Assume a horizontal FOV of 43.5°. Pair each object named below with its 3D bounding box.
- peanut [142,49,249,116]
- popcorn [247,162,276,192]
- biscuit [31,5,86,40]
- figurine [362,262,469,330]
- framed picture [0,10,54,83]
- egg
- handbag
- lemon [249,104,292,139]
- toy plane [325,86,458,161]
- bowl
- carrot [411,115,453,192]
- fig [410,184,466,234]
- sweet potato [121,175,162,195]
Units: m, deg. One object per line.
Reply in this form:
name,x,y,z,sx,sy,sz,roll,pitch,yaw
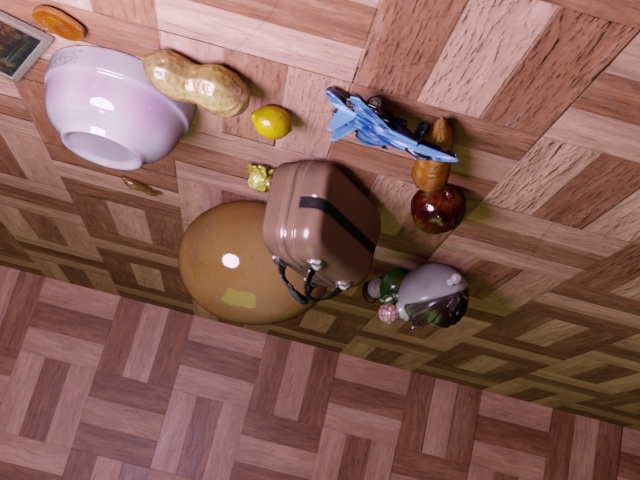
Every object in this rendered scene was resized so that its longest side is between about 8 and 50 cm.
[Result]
peanut,-0.213,-0.272,1.377,0.192,0.089,0.089,16,162,-7
popcorn,-0.132,-0.141,1.745,0.083,0.068,0.060,46,147,25
biscuit,-0.446,-0.369,1.364,0.078,0.015,0.091,-2,156,44
figurine,0.256,0.141,2.141,0.281,0.167,0.370,-15,-172,-30
framed picture,-0.614,-0.371,1.478,0.184,0.016,0.250,24,159,-30
egg,-0.160,0.056,1.955,0.373,0.301,0.301,7,162,-2
handbag,0.000,0.000,1.698,0.149,0.283,0.302,6,160,29
lemon,-0.090,-0.218,1.474,0.083,0.062,0.062,20,161,-12
toy plane,0.122,-0.188,1.366,0.246,0.078,0.169,16,163,14
bowl,-0.396,-0.233,1.530,0.286,0.144,0.287,13,162,5
carrot,0.207,-0.164,1.432,0.072,0.072,0.205,12,154,6
fig,0.236,-0.056,1.651,0.109,0.103,0.155,34,156,10
sweet potato,-0.458,-0.135,2.049,0.115,0.026,0.026,25,159,-27
